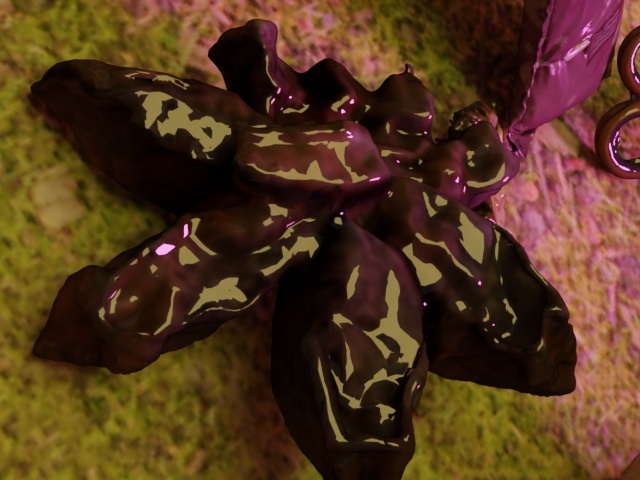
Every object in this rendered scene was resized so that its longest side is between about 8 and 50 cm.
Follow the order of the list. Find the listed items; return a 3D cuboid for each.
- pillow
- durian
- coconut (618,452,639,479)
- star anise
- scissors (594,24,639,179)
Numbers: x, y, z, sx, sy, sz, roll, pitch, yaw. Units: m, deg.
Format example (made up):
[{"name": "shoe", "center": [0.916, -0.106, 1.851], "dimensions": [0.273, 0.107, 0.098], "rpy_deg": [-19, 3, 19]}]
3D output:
[{"name": "pillow", "center": [0.127, -0.132, 0.721], "dimensions": [0.043, 0.185, 0.118], "rpy_deg": [24, 47, 24]}, {"name": "durian", "center": [0.077, -0.019, 0.694], "dimensions": [0.066, 0.052, 0.130], "rpy_deg": [18, 60, -30]}, {"name": "coconut", "center": [0.253, 0.193, 0.585], "dimensions": [0.297, 0.254, 0.297], "rpy_deg": [3, 83, -31]}, {"name": "star anise", "center": [-0.007, 0.000, 0.584], "dimensions": [0.220, 0.099, 0.214], "rpy_deg": [-9, 66, -23]}, {"name": "scissors", "center": [0.252, -0.070, 0.814], "dimensions": [0.220, 0.017, 0.088], "rpy_deg": [4, 108, -24]}]
